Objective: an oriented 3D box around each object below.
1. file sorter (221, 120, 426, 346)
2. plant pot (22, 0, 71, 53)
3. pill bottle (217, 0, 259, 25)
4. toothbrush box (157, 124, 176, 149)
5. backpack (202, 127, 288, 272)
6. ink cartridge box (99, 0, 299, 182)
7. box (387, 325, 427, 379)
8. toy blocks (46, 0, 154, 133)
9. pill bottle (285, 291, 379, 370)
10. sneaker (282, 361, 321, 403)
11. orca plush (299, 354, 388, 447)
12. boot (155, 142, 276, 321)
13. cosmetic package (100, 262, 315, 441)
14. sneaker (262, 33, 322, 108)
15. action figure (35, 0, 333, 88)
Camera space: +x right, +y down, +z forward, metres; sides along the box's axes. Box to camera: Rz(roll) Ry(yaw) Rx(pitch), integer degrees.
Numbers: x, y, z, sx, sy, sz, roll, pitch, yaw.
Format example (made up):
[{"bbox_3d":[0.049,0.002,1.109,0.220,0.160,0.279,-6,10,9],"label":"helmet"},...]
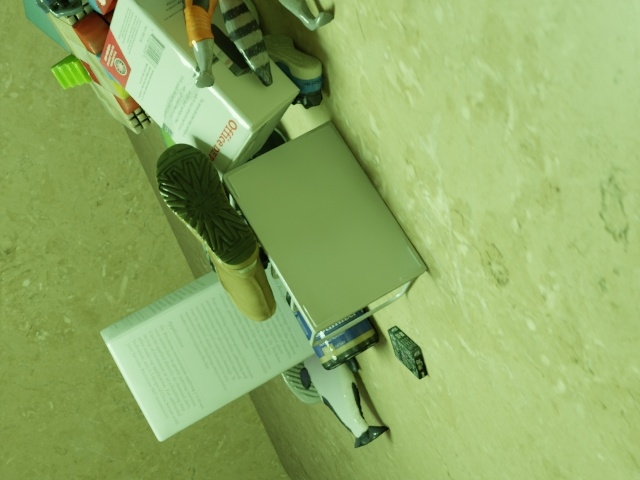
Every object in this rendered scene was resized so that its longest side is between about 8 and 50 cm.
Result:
[{"bbox_3d":[0.000,0.000,1.440,0.278,0.192,0.173,58,167,15],"label":"file sorter"},{"bbox_3d":[-0.492,-0.527,2.084,0.252,0.247,0.248,46,166,-5],"label":"plant pot"},{"bbox_3d":[-0.178,-0.321,1.579,0.130,0.130,0.246,60,165,8],"label":"pill bottle"},{"bbox_3d":[-0.286,-0.247,2.096,0.206,0.122,0.283,45,159,49],"label":"toothbrush box"},{"bbox_3d":[-0.141,-0.086,1.701,0.191,0.225,0.254,9,122,66],"label":"backpack"},{"bbox_3d":[-0.185,-0.246,1.385,0.273,0.114,0.197,47,149,1],"label":"ink cartridge box"},{"bbox_3d":[0.151,0.195,1.612,0.083,0.018,0.067,41,154,55],"label":"box"},{"bbox_3d":[-0.359,-0.330,1.637,0.261,0.190,0.381,33,157,48],"label":"toy blocks"},{"bbox_3d":[0.009,0.126,1.764,0.219,0.122,0.123,60,165,6],"label":"pill bottle"},{"bbox_3d":[-0.069,0.229,2.229,0.150,0.135,0.366,97,153,-69],"label":"sneaker"},{"bbox_3d":[0.059,0.313,2.079,0.287,0.102,0.151,49,118,10],"label":"orca plush"},{"bbox_3d":[-0.161,-0.002,1.453,0.236,0.089,0.269,58,172,19],"label":"boot"},{"bbox_3d":[-0.185,0.181,1.867,0.230,0.453,0.161,65,165,-11],"label":"cosmetic package"},{"bbox_3d":[-0.046,-0.252,1.397,0.152,0.058,0.085,40,146,41],"label":"sneaker"},{"bbox_3d":[-0.194,-0.350,1.254,0.330,0.341,0.178,58,-178,14],"label":"action figure"}]
